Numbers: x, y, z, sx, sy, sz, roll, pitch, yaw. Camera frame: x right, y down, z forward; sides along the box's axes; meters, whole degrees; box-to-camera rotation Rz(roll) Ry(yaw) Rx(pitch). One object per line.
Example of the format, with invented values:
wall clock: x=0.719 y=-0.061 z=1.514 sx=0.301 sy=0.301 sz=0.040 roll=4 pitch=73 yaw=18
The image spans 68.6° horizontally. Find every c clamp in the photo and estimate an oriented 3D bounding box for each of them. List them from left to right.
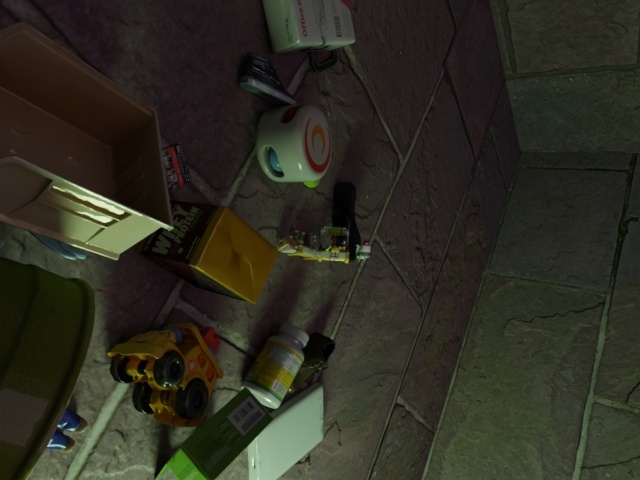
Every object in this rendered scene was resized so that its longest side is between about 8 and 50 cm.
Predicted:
c clamp: x=0.011 y=-0.564 z=1.352 sx=0.161 sy=0.022 sz=0.137 roll=-50 pitch=139 yaw=-38

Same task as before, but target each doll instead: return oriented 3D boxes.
doll: x=-0.498 y=0.311 z=0.801 sx=0.129 sy=0.046 sz=0.189 roll=-62 pitch=140 yaw=-26

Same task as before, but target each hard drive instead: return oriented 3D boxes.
hard drive: x=-0.097 y=0.587 z=1.418 sx=0.307 sy=0.040 sz=0.203 roll=-16 pitch=110 yaw=-51

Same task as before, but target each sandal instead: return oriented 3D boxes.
sandal: x=0.068 y=-0.058 z=1.477 sx=0.054 sy=0.097 sz=0.254 roll=-7 pitch=92 yaw=-55

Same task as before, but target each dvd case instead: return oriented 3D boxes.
dvd case: x=-0.326 y=-0.145 z=0.974 sx=0.119 sy=0.013 sz=0.087 roll=-37 pitch=125 yaw=-46

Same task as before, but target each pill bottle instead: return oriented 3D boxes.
pill bottle: x=-0.116 y=0.334 z=1.272 sx=0.208 sy=0.117 sz=0.117 roll=-59 pitch=139 yaw=-27

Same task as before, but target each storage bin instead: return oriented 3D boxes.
storage bin: x=-0.374 y=-0.140 z=0.700 sx=0.260 sy=0.123 sz=0.262 roll=33 pitch=33 yaw=-53

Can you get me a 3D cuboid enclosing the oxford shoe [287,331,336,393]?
oxford shoe: x=-0.031 y=0.373 z=1.419 sx=0.227 sy=0.096 sz=0.083 roll=-48 pitch=134 yaw=-36

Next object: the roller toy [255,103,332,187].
roller toy: x=-0.070 y=-0.247 z=1.193 sx=0.191 sy=0.146 sz=0.209 roll=9 pitch=83 yaw=-63

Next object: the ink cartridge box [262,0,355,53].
ink cartridge box: x=-0.028 y=-0.582 z=1.202 sx=0.237 sy=0.100 sz=0.172 roll=-28 pitch=111 yaw=-45

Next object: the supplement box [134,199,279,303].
supplement box: x=-0.233 y=0.022 z=0.980 sx=0.191 sy=0.194 sz=0.129 roll=45 pitch=62 yaw=-49

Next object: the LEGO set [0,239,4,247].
LEGO set: x=-0.503 y=-0.062 z=0.663 sx=0.093 sy=0.087 sz=0.227 roll=-56 pitch=146 yaw=-37

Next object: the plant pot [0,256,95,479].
plant pot: x=-0.522 y=0.127 z=0.516 sx=0.353 sy=0.366 sz=0.366 roll=40 pitch=64 yaw=-37

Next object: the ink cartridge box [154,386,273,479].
ink cartridge box: x=-0.237 y=0.460 z=1.031 sx=0.189 sy=0.097 sz=0.255 roll=-34 pitch=164 yaw=-47

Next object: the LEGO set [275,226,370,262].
LEGO set: x=0.000 y=0.000 z=1.372 sx=0.287 sy=0.132 sz=0.107 roll=8 pitch=79 yaw=-21

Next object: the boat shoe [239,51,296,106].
boat shoe: x=-0.119 y=-0.394 z=1.164 sx=0.183 sy=0.065 sz=0.083 roll=12 pitch=89 yaw=-53

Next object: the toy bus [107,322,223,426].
toy bus: x=-0.301 y=0.249 z=0.994 sx=0.211 sy=0.149 sz=0.220 roll=-60 pitch=138 yaw=-47

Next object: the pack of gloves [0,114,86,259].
pack of gloves: x=-0.423 y=-0.092 z=0.736 sx=0.195 sy=0.046 sz=0.232 roll=-99 pitch=162 yaw=-45
